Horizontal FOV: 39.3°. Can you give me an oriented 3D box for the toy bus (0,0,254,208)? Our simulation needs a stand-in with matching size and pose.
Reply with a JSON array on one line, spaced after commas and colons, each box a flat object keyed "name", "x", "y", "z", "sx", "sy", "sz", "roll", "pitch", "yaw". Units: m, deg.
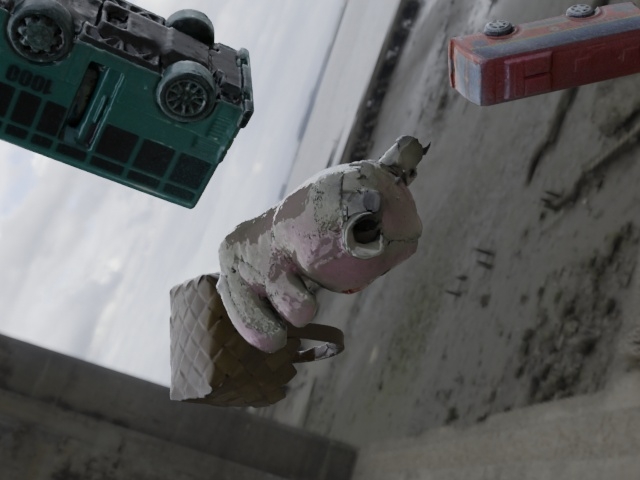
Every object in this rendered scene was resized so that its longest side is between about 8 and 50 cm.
[{"name": "toy bus", "x": -0.196, "y": -0.137, "z": 0.747, "sx": 0.147, "sy": 0.256, "sz": 0.128, "roll": -57, "pitch": 24, "yaw": 30}]

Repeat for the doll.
[{"name": "doll", "x": 0.000, "y": 0.000, "z": 0.695, "sx": 0.192, "sy": 0.095, "sz": 0.149, "roll": -33, "pitch": 10, "yaw": 27}]

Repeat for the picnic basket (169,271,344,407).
[{"name": "picnic basket", "x": -0.060, "y": 0.101, "z": 0.914, "sx": 0.128, "sy": 0.178, "sz": 0.138, "roll": -25, "pitch": 63, "yaw": 55}]

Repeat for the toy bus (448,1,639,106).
[{"name": "toy bus", "x": 0.224, "y": -0.181, "z": 0.868, "sx": 0.077, "sy": 0.192, "sz": 0.065, "roll": -114, "pitch": 12, "yaw": -55}]
